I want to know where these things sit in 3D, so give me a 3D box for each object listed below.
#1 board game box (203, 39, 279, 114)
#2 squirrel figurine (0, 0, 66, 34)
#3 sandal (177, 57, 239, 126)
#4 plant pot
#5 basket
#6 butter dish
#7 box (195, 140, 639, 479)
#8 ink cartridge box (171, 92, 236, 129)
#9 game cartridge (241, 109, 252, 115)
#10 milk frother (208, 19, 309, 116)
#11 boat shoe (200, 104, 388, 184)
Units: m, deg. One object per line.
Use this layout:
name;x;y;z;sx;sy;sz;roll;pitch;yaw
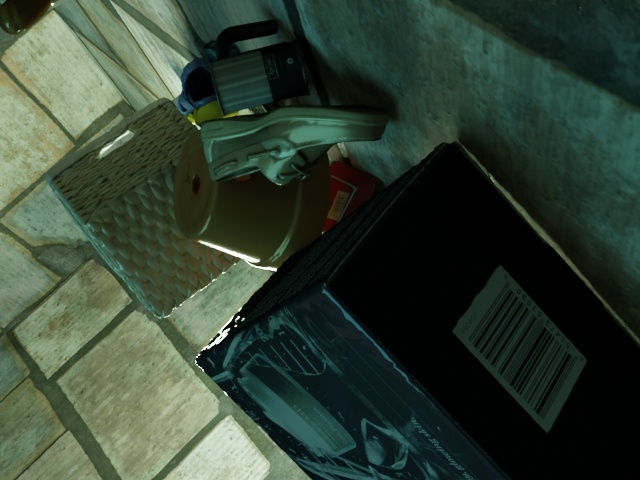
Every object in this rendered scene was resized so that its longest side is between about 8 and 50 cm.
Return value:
board game box;-0.149;-0.313;1.346;0.186;0.026;0.126;52;168;-32
squirrel figurine;-0.579;-0.615;1.224;0.397;0.281;0.371;31;155;54
sandal;-0.264;-0.337;1.526;0.317;0.126;0.138;22;134;68
plant pot;-0.143;-0.091;1.255;0.203;0.291;0.291;5;-163;-34
basket;-0.350;-0.073;1.475;0.266;0.328;0.331;36;158;46
butter dish;0.059;-0.048;1.274;0.118;0.160;0.160;25;-175;-35
box;0.140;0.199;0.971;0.480;0.297;0.471;46;149;-5
ink cartridge box;-0.245;-0.242;1.876;0.385;0.091;0.308;37;167;49
game cartridge;-0.163;-0.296;1.515;0.083;0.017;0.056;33;160;54
milk frother;-0.092;-0.248;1.032;0.143;0.134;0.129;80;177;-68
boat shoe;-0.042;-0.140;1.009;0.341;0.121;0.110;2;99;42
